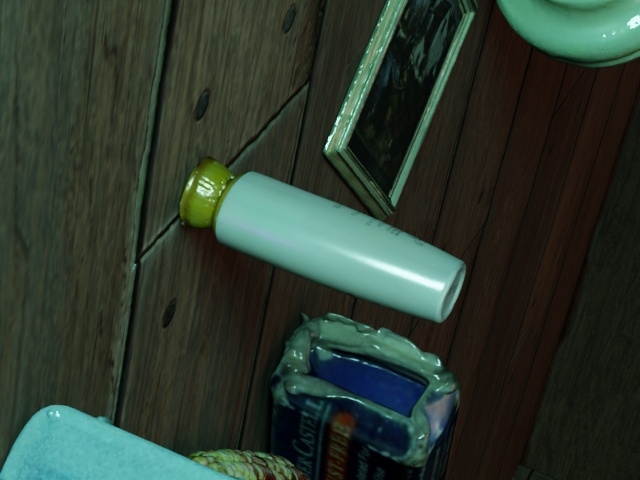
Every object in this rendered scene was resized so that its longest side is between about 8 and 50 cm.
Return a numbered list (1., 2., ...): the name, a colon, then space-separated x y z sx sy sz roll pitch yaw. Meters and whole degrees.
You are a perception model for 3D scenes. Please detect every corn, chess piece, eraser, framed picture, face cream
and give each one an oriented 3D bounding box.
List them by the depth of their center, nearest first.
1. face cream: 0.000 0.000 1.197 0.072 0.182 0.051 -25 135 -70
2. corn: -0.063 0.203 1.482 0.253 0.086 0.086 40 72 -76
3. framed picture: 0.078 -0.143 1.640 0.296 0.019 0.232 42 70 -76
4. chess piece: 0.222 -0.285 1.675 0.194 0.195 0.299 -66 158 -8
5. eraser: 0.030 0.200 1.706 0.101 0.155 0.332 -57 164 -33

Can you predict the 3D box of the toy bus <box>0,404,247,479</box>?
1. toy bus: -0.036 0.223 1.120 0.190 0.312 0.152 44 69 -76
